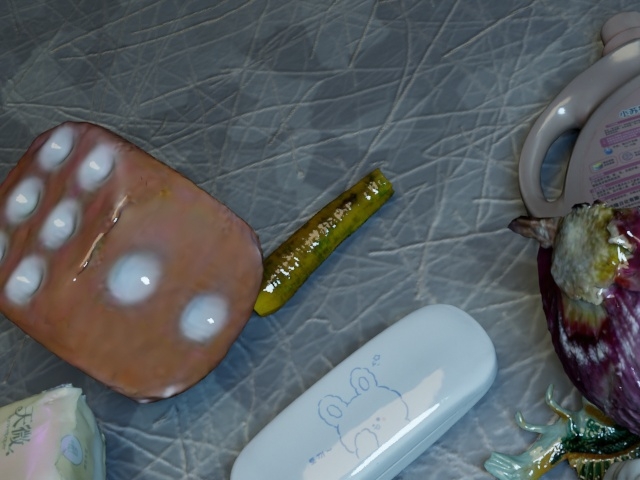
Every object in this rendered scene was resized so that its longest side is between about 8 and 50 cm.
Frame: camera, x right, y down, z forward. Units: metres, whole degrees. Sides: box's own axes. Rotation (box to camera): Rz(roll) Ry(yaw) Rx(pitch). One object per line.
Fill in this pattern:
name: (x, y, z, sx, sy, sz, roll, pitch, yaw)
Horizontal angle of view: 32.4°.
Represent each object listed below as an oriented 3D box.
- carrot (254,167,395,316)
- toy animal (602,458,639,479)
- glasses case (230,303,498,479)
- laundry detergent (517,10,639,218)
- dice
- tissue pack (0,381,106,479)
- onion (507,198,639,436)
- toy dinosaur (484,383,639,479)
carrot: (0.000, 0.000, 0.967, 0.171, 0.042, 0.042, -42, 54, -10)
toy animal: (0.272, 0.205, 0.645, 0.208, 0.204, 0.155, 5, 75, 3)
glasses case: (0.034, 0.140, 0.852, 0.233, 0.059, 0.092, -37, 52, -6)
laundry detergent: (0.241, -0.081, 0.904, 0.171, 0.076, 0.237, -17, 55, 10)
dice: (-0.167, 0.016, 0.914, 0.174, 0.179, 0.175, 30, 80, 44)
tissue pack: (-0.260, 0.262, 0.849, 0.215, 0.123, 0.256, -20, 47, 10)
onion: (0.312, 0.061, 0.709, 0.349, 0.267, 0.159, 4, 86, -20)
toy dinosaur: (0.217, 0.140, 0.799, 0.188, 0.044, 0.106, 8, 66, 5)
